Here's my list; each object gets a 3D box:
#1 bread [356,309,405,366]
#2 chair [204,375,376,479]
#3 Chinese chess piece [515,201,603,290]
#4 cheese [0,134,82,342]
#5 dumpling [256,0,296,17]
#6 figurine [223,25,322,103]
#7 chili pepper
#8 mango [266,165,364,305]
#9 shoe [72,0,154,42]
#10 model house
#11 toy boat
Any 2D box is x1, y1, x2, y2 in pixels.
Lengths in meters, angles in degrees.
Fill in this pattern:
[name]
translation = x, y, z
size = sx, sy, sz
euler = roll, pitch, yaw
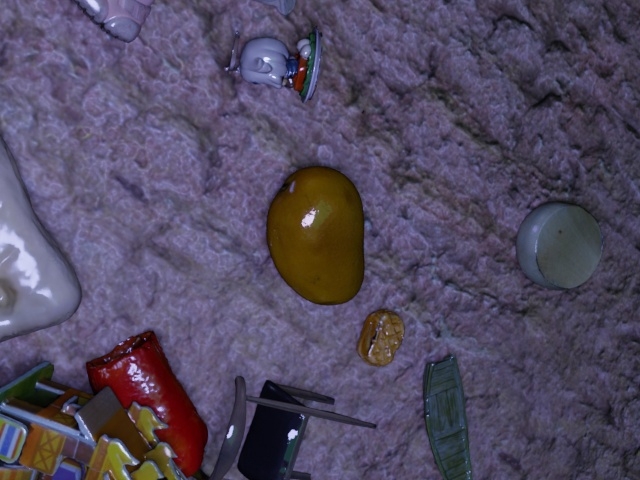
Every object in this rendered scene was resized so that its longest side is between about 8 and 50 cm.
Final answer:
[bread]
translation = 0.117, 0.187, 1.402
size = 0.083, 0.044, 0.110
euler = 26, 81, -26
[chair]
translation = -0.075, 0.341, 1.260
size = 0.272, 0.166, 0.188
euler = 20, 86, -30
[Chinese chess piece]
translation = 0.500, 0.011, 1.545
size = 0.188, 0.083, 0.188
euler = -3, 98, -22
[cheese]
translation = -0.554, 0.014, 1.022
size = 0.328, 0.129, 0.351
euler = -27, 106, -12
[dumpling]
translation = -0.108, -0.480, 1.200
size = 0.216, 0.126, 0.166
euler = 17, 71, -22
[figurine]
translation = -0.082, -0.307, 1.237
size = 0.154, 0.132, 0.132
euler = 7, 92, -11
[chili pepper]
translation = -0.250, 0.321, 1.195
size = 0.134, 0.131, 0.338
euler = -30, 106, -23
[mango]
translation = -0.007, -0.002, 1.277
size = 0.176, 0.139, 0.254
euler = -9, 105, -17
[shoe]
translation = -0.346, -0.471, 1.055
size = 0.198, 0.172, 0.351
euler = -45, 123, -4
[model house]
translation = -0.347, 0.400, 1.022
size = 0.313, 0.242, 0.357
euler = 21, 95, 3
[toy boat]
translation = 0.252, 0.371, 1.474
size = 0.093, 0.055, 0.293
euler = -14, 100, -24
